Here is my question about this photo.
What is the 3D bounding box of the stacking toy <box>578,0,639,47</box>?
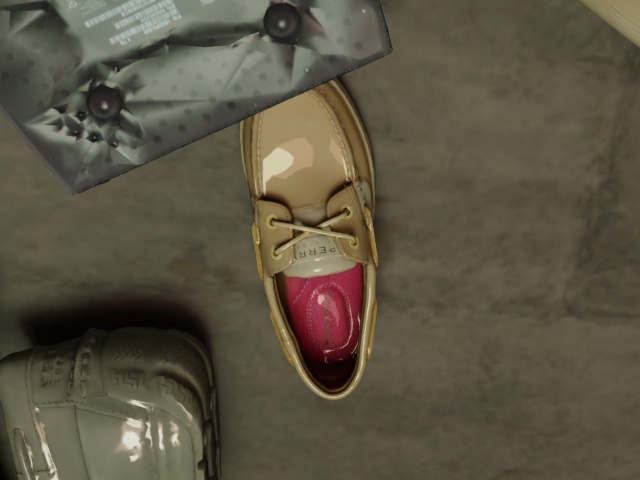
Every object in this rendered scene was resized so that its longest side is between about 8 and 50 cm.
[{"bbox_3d":[0.217,-0.205,0.440,0.141,0.141,0.330,30,108,-20],"label":"stacking toy"}]

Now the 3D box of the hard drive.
[{"bbox_3d":[-0.093,-0.155,0.482,0.172,0.054,0.255,-23,120,10],"label":"hard drive"}]

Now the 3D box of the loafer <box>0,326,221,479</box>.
[{"bbox_3d":[-0.107,0.188,0.667,0.111,0.112,0.320,0,114,2],"label":"loafer"}]

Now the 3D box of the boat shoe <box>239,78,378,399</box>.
[{"bbox_3d":[0.000,0.000,0.580,0.063,0.059,0.170,-10,122,3],"label":"boat shoe"}]
